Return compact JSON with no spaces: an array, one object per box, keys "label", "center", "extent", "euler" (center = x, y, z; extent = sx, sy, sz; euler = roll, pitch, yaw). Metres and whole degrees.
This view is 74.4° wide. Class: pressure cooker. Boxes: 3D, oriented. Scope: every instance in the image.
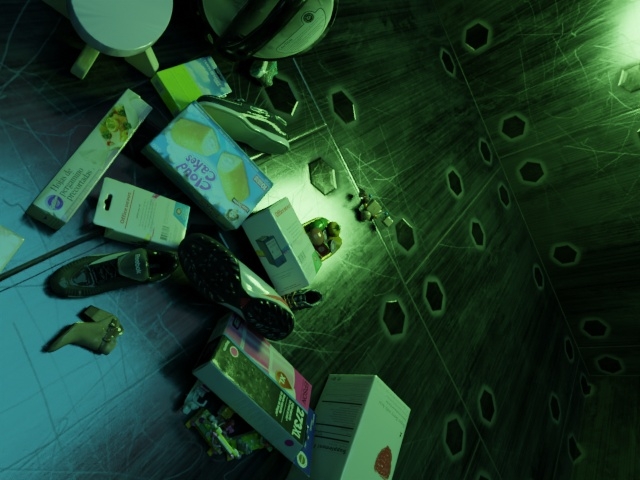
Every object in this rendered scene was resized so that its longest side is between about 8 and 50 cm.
[{"label":"pressure cooker","center":[-0.141,-0.671,1.056],"extent":[0.374,0.370,0.421],"euler":[-4,64,-7]}]

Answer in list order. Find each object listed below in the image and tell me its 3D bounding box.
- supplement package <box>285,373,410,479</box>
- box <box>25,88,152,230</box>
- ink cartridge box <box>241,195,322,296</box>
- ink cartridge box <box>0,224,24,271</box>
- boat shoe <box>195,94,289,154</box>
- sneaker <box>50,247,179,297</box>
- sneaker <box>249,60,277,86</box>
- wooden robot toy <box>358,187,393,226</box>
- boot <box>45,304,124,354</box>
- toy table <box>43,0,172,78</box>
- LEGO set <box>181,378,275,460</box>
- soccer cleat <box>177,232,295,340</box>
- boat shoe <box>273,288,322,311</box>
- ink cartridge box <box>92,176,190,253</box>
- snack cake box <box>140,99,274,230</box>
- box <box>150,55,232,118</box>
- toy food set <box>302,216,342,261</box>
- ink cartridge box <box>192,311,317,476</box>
[{"label":"supplement package","center":[0.079,0.516,1.068],"extent":[0.177,0.175,0.293],"euler":[48,49,-25]},{"label":"box","center":[-0.448,-0.170,0.837],"extent":[0.063,0.067,0.324],"euler":[39,54,-29]},{"label":"ink cartridge box","center":[-0.093,0.010,1.079],"extent":[0.213,0.093,0.154],"euler":[64,19,-11]},{"label":"ink cartridge box","center":[-0.570,0.044,0.571],"extent":[0.189,0.066,0.233],"euler":[40,47,-31]},{"label":"boat shoe","center":[-0.201,-0.314,1.102],"extent":[0.302,0.114,0.091],"euler":[18,66,-53]},{"label":"sneaker","center":[-0.378,0.053,0.807],"extent":[0.234,0.106,0.078],"euler":[-8,82,-46]},{"label":"sneaker","center":[-0.156,-0.523,1.251],"extent":[0.076,0.064,0.167],"euler":[48,50,-45]},{"label":"wooden robot toy","center":[0.167,-0.097,1.443],"extent":[0.079,0.076,0.173],"euler":[-47,116,-4]},{"label":"boot","center":[-0.422,0.180,0.772],"extent":[0.087,0.042,0.118],"euler":[53,48,-22]},{"label":"toy table","center":[-0.433,-0.463,0.874],"extent":[0.252,0.160,0.275],"euler":[43,50,-27]},{"label":"LEGO set","center":[-0.164,0.410,0.898],"extent":[0.287,0.107,0.132],"euler":[39,59,-26]},{"label":"soccer cleat","center":[-0.189,0.101,0.948],"extent":[0.109,0.116,0.318],"euler":[-46,110,-1]},{"label":"boat shoe","center":[-0.081,0.152,1.087],"extent":[0.183,0.083,0.065],"euler":[-2,79,-45]},{"label":"ink cartridge box","center":[-0.374,-0.046,0.873],"extent":[0.181,0.061,0.105],"euler":[22,62,-39]},{"label":"snack cake box","center":[-0.257,-0.166,0.982],"extent":[0.264,0.089,0.152],"euler":[46,65,-25]},{"label":"box","center":[-0.316,-0.383,1.048],"extent":[0.178,0.042,0.109],"euler":[-45,111,-42]},{"label":"toy food set","center":[0.000,0.000,1.224],"extent":[0.217,0.071,0.128],"euler":[-31,100,-45]},{"label":"ink cartridge box","center":[-0.113,0.341,0.949],"extent":[0.371,0.069,0.176],"euler":[52,20,-18]}]
